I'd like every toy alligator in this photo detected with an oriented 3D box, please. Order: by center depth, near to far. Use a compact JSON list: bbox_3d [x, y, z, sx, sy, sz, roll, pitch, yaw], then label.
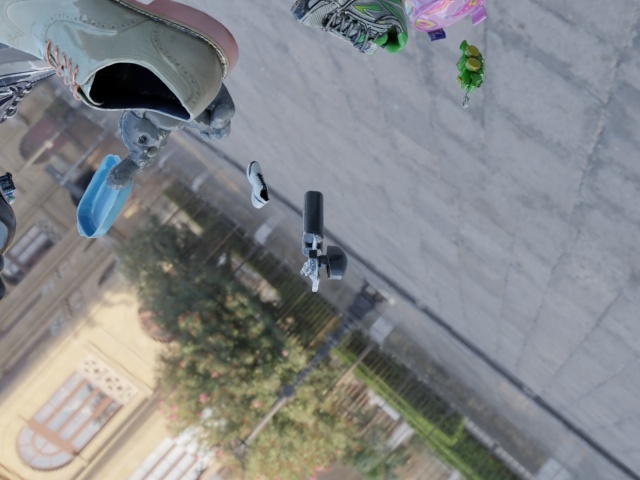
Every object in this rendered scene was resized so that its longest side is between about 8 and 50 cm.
[{"bbox_3d":[0.310,-0.333,1.601,0.051,0.190,0.056,12,145,-11],"label":"toy alligator"}]

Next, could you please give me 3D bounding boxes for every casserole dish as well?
[{"bbox_3d":[-0.440,-0.088,1.624,0.037,0.188,0.114,15,-154,-44],"label":"casserole dish"}]

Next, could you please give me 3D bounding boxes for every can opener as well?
[{"bbox_3d":[0.000,0.000,1.675,0.280,0.093,0.074,-98,12,-50],"label":"can opener"}]

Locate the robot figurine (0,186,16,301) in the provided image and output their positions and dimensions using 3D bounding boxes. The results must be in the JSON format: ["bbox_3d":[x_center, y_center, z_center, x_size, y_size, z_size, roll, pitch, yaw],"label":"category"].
[{"bbox_3d":[-0.417,-0.050,0.796,0.278,0.209,0.173,55,-160,18],"label":"robot figurine"}]

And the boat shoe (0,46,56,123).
[{"bbox_3d":[-0.770,-0.381,1.958,0.127,0.340,0.158,-124,25,-49],"label":"boat shoe"}]

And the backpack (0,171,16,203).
[{"bbox_3d":[-0.873,-0.119,2.096,0.105,0.114,0.084,-20,92,54],"label":"backpack"}]

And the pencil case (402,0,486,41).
[{"bbox_3d":[0.155,-0.444,1.143,0.124,0.124,0.284,75,180,-81],"label":"pencil case"}]

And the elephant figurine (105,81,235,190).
[{"bbox_3d":[-0.283,-0.226,1.390,0.186,0.239,0.169,61,146,16],"label":"elephant figurine"}]

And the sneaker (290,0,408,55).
[{"bbox_3d":[0.082,-0.495,1.755,0.134,0.343,0.146,-31,72,45],"label":"sneaker"}]

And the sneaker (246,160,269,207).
[{"bbox_3d":[-0.138,-0.131,1.812,0.043,0.040,0.109,-17,83,52],"label":"sneaker"}]

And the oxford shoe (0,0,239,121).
[{"bbox_3d":[-0.318,-0.264,1.061,0.396,0.147,0.140,14,149,11],"label":"oxford shoe"}]
